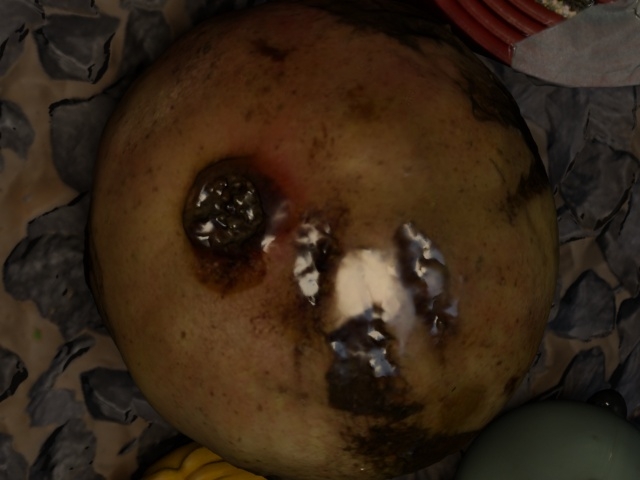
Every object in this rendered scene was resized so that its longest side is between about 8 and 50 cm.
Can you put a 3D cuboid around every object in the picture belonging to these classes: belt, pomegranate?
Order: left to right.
[{"bbox_3d":[0.000,0.000,1.174,0.322,0.322,0.322,-10,113,-24],"label":"pomegranate"},{"bbox_3d":[0.158,-0.232,1.277,0.324,0.115,0.227,28,95,-33],"label":"belt"}]

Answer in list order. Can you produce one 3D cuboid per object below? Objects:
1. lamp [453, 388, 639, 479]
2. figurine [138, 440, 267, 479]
[{"bbox_3d":[0.177,0.240,1.435,0.198,0.197,0.243,2,126,-28],"label":"lamp"},{"bbox_3d":[-0.043,0.272,1.319,0.320,0.196,0.323,-28,125,-4],"label":"figurine"}]
